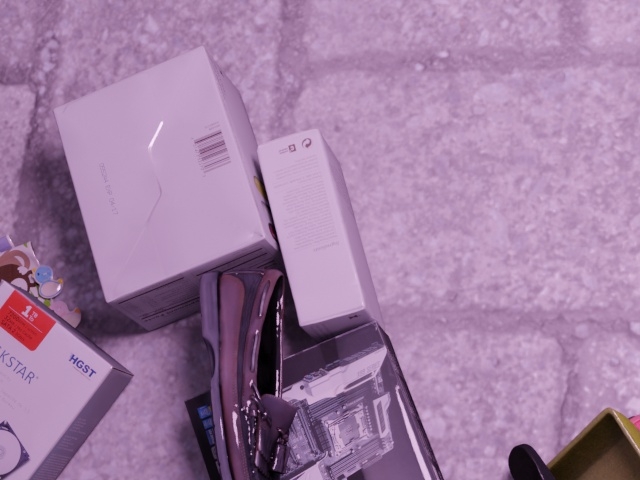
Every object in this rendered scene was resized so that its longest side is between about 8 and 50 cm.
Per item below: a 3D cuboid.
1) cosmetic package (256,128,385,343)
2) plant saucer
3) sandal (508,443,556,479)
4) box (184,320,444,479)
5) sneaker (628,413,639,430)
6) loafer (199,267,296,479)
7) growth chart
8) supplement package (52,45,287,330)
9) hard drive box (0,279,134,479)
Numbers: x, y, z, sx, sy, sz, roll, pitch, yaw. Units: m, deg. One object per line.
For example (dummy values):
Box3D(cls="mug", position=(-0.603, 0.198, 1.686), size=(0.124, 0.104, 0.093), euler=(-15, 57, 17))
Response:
Box3D(cls="cosmetic package", position=(0.000, 0.000, 1.792), size=(0.086, 0.117, 0.231), euler=(-17, 68, 9))
Box3D(cls="plant saucer", position=(0.319, 0.289, 1.605), size=(0.045, 0.188, 0.188), euler=(-14, 62, -34))
Box3D(cls="sandal", position=(0.246, 0.297, 1.634), size=(0.040, 0.067, 0.179), euler=(-15, 55, -33))
Box3D(cls="box", position=(0.011, 0.277, 1.718), size=(0.242, 0.076, 0.307), euler=(-23, 67, 7))
Box3D(cls="sneaker", position=(0.453, 0.219, 1.590), size=(0.314, 0.136, 0.115), euler=(6, 73, 17))
Box3D(cls="loafer", position=(-0.069, 0.165, 1.682), size=(0.095, 0.109, 0.302), euler=(-12, 66, 7))
Box3D(cls="growth chart", position=(-0.403, 0.080, 1.922), size=(0.172, 0.021, 0.237), euler=(-36, 69, 2))
Box3D(cls="supplement package", position=(-0.172, -0.059, 1.839), size=(0.204, 0.145, 0.261), euler=(-22, 69, 8))
Box3D(cls="hard drive box", position=(-0.367, 0.195, 1.825), size=(0.181, 0.089, 0.232), euler=(35, 86, 16))
